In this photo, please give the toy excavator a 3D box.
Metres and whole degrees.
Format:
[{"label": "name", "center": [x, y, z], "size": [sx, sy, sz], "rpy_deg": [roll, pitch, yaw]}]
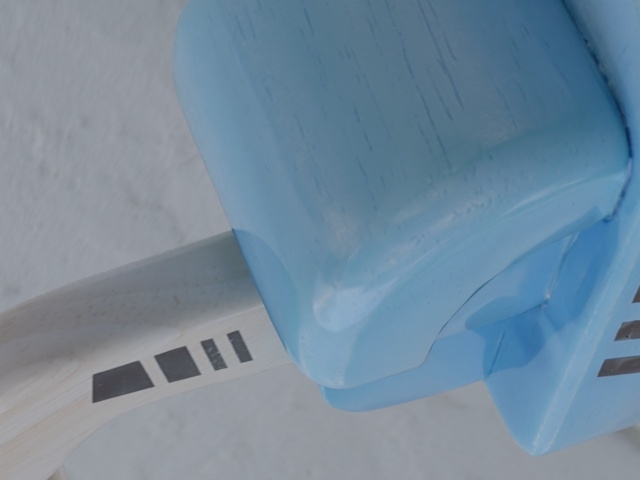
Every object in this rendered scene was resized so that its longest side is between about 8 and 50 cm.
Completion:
[{"label": "toy excavator", "center": [0.000, 0.000, 0.729], "size": [0.445, 0.433, 0.222], "rpy_deg": [-14, -119, -16]}]
